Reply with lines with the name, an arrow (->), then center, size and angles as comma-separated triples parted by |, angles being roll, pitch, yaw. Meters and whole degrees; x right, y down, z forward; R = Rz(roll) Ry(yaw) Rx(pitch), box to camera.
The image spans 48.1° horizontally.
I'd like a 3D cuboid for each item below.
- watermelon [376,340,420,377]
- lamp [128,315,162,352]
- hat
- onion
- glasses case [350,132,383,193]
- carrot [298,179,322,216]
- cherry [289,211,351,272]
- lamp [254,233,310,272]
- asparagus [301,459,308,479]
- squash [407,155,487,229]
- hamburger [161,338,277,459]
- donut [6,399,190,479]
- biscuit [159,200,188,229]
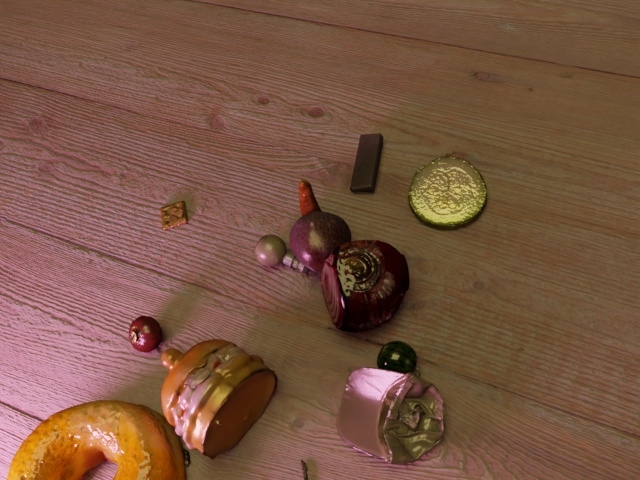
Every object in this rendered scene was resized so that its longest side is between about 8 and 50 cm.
watermelon -> 0.194, 0.296, 1.775 | 0.109, 0.109, 0.108 | -6, 62, 10
lamp -> -0.478, 0.256, 1.959 | 0.101, 0.090, 0.101 | 1, 92, 35
hat -> 0.172, 0.415, 1.737 | 0.245, 0.149, 0.214 | 8, 80, 55
onion -> 0.120, 0.124, 1.829 | 0.206, 0.216, 0.206 | -11, 70, -11
glasses case -> 0.136, -0.227, 2.096 | 0.072, 0.042, 0.190 | 1, 63, 22
carrot -> -0.033, -0.108, 1.978 | 0.061, 0.209, 0.061 | -3, 64, 7
cherry -> -0.004, 0.001, 1.942 | 0.176, 0.140, 0.176 | 6, 38, -5
lamp -> -0.101, 0.045, 1.991 | 0.163, 0.091, 0.091 | 24, 70, 8
asparagus -> -0.037, 0.585, 1.725 | 0.015, 0.014, 0.114 | 0, 61, -6
squash -> 0.353, -0.128, 2.000 | 0.219, 0.041, 0.219 | -5, 67, 11
hamburger -> -0.273, 0.364, 1.760 | 0.237, 0.276, 0.276 | 32, 74, 23
donut -> -0.548, 0.562, 1.772 | 0.435, 0.163, 0.377 | 29, 71, 26
biscuit -> -0.443, -0.077, 2.167 | 0.082, 0.018, 0.083 | -17, 60, 5
